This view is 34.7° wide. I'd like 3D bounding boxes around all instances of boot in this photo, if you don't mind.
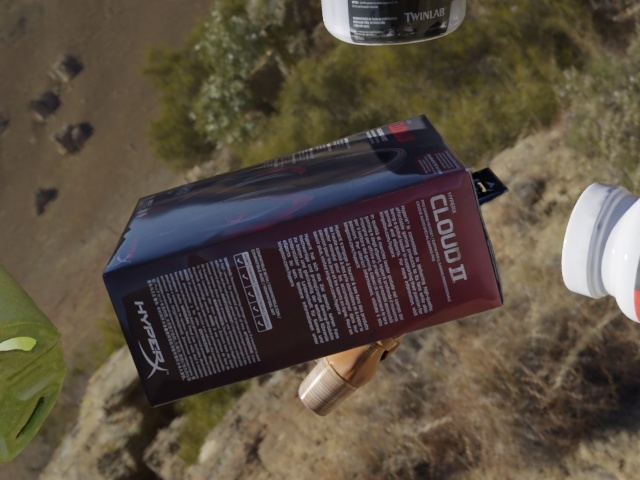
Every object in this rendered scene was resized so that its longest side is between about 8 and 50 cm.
[{"bbox_3d":[0.051,0.092,1.090,0.152,0.073,0.197,-47,13,18],"label":"boot"}]

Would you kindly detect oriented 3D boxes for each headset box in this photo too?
[{"bbox_3d":[0.000,0.000,0.800,0.293,0.110,0.218,-16,17,3],"label":"headset box"}]

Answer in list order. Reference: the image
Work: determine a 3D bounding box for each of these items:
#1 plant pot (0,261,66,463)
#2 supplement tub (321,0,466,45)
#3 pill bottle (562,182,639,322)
[{"bbox_3d":[-0.346,0.066,0.799,0.254,0.276,0.276,35,76,23],"label":"plant pot"},{"bbox_3d":[0.093,-0.453,1.396,0.207,0.338,0.207,-4,26,2],"label":"supplement tub"},{"bbox_3d":[0.547,0.037,1.454,0.363,0.210,0.210,15,59,34],"label":"pill bottle"}]
